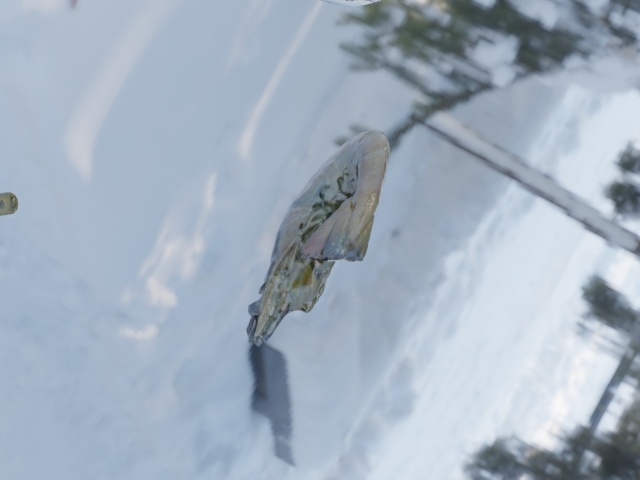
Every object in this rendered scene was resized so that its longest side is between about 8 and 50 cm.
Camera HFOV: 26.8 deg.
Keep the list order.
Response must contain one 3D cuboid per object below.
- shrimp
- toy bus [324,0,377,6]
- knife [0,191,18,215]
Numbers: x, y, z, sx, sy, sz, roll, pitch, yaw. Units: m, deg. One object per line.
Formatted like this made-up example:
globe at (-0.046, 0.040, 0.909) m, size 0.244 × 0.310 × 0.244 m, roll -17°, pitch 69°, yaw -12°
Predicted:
shrimp at (0.011, -0.008, 1.245) m, size 0.145 × 0.059 × 0.254 m, roll -34°, pitch -157°, yaw 40°
toy bus at (-0.011, -0.339, 1.703) m, size 0.190 × 0.075 × 0.064 m, roll 5°, pitch 81°, yaw -38°
knife at (-0.398, -0.034, 1.346) m, size 0.022 × 0.256 × 0.046 m, roll -19°, pitch 101°, yaw -58°
